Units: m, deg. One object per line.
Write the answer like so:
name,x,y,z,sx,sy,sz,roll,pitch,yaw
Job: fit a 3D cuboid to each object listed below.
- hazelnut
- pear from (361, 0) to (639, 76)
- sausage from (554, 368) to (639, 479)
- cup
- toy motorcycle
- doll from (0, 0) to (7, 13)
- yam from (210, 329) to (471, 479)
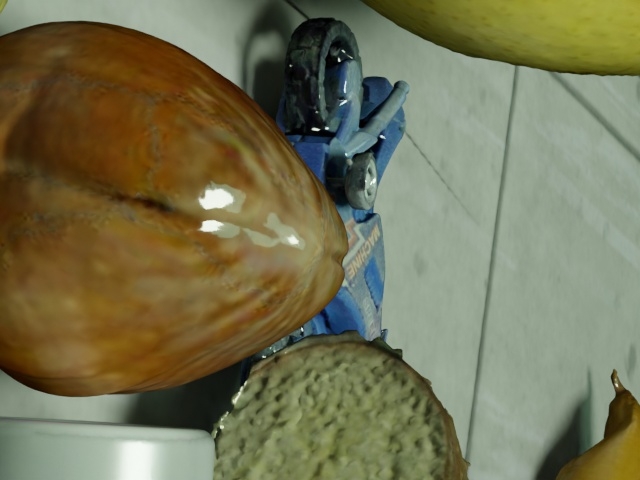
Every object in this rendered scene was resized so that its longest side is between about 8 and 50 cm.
hazelnut,-0.065,-0.013,0.696,0.150,0.150,0.150,-3,93,-61
pear,0.114,-0.238,0.827,0.348,0.348,0.348,-3,93,-61
sausage,0.171,0.217,1.180,0.112,0.112,0.328,63,37,-41
cup,-0.099,0.133,0.711,0.099,0.136,0.133,5,85,-27
toy motorcycle,0.000,0.000,0.894,0.114,0.076,0.205,45,49,-64
doll,-0.171,-0.047,0.484,0.177,0.161,0.260,38,60,-54
yam,0.018,0.148,0.832,0.128,0.129,0.238,59,-3,30
